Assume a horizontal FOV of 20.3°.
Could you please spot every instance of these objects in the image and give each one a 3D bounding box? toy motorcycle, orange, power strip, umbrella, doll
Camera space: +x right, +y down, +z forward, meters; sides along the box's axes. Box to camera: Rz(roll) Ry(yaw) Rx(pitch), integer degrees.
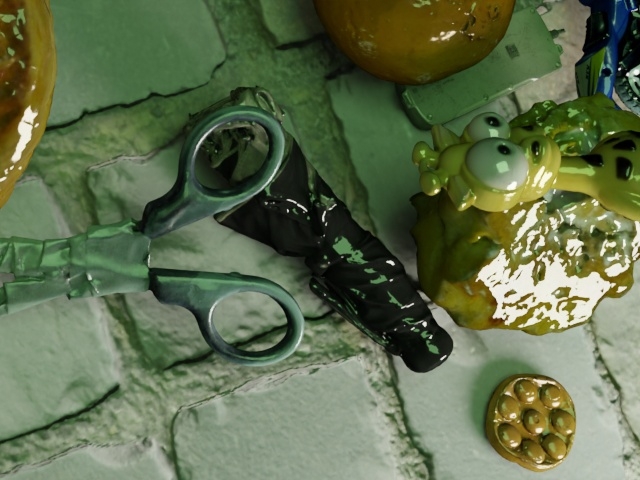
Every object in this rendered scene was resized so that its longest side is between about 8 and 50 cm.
[{"bbox_3d":[0.328,-0.280,1.967,0.169,0.113,0.315,6,75,-23],"label":"toy motorcycle"},{"bbox_3d":[0.092,-0.263,1.805,0.219,0.193,0.219,21,35,-16],"label":"orange"},{"bbox_3d":[0.175,-0.188,1.927,0.227,0.029,0.080,-25,91,-25],"label":"power strip"},{"bbox_3d":[0.001,0.001,1.771,0.106,0.113,0.357,-46,105,-22],"label":"umbrella"},{"bbox_3d":[0.228,-0.067,1.673,0.291,0.086,0.117,4,42,-16],"label":"doll"}]

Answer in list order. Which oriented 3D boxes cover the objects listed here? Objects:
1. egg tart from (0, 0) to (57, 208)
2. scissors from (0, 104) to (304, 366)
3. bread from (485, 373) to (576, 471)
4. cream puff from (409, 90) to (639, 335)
[{"bbox_3d":[-0.440,-0.162,1.518,0.443,0.178,0.443,-9,108,-31],"label":"egg tart"},{"bbox_3d":[-0.207,0.025,1.658,0.384,0.029,0.256,-11,107,-11],"label":"scissors"},{"bbox_3d":[0.225,0.193,1.895,0.110,0.024,0.110,5,79,-25],"label":"bread"},{"bbox_3d":[0.212,-0.038,1.832,0.282,0.185,0.281,-13,128,-16],"label":"cream puff"}]
